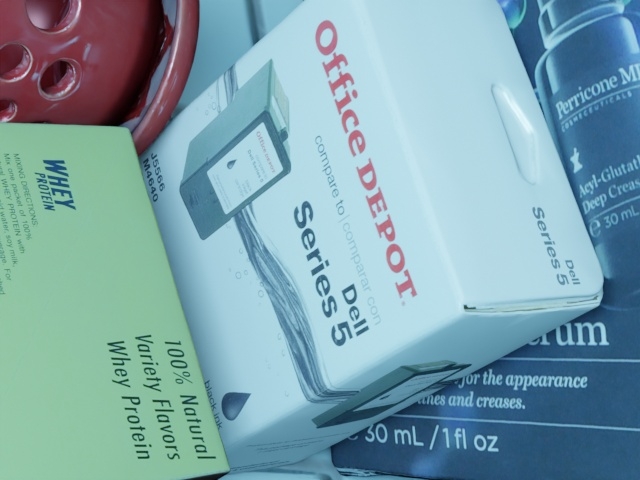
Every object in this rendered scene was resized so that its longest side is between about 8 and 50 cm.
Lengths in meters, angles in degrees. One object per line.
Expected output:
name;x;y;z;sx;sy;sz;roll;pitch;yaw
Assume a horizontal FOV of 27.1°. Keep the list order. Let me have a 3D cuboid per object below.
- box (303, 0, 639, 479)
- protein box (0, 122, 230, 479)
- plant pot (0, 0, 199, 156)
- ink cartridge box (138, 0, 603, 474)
box;0.167;-0.052;0.833;0.212;0.294;0.395;-2;88;-44
protein box;-0.186;0.057;0.664;0.201;0.136;0.199;-2;66;-41
plant pot;-0.178;-0.132;0.754;0.174;0.191;0.191;11;58;-44
ink cartridge box;0.000;0.000;0.760;0.115;0.273;0.198;-1;66;-41
